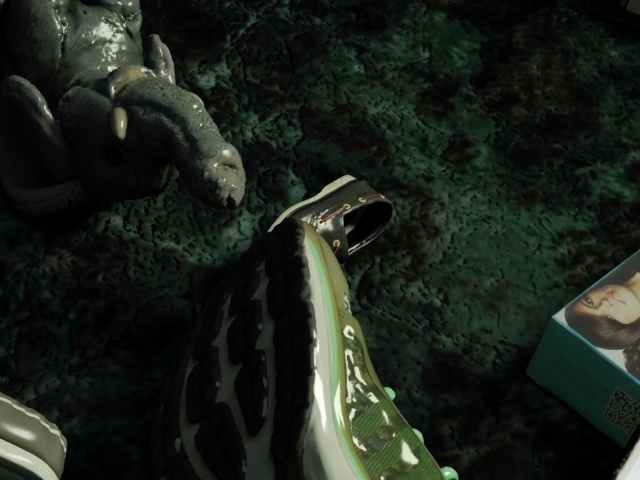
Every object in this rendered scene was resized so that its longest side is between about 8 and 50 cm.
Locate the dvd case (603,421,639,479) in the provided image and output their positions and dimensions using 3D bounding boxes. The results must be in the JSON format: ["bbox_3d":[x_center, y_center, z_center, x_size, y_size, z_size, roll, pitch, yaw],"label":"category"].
[{"bbox_3d":[0.295,0.181,1.058,0.253,0.022,0.180,39,50,4],"label":"dvd case"}]

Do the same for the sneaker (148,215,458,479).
[{"bbox_3d":[0.026,0.161,1.003,0.182,0.158,0.410,26,33,-36],"label":"sneaker"}]

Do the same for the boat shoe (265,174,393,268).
[{"bbox_3d":[0.000,-0.001,1.182,0.042,0.049,0.133,29,41,24],"label":"boat shoe"}]

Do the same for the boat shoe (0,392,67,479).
[{"bbox_3d":[-0.276,0.072,0.990,0.305,0.109,0.091,18,49,7],"label":"boat shoe"}]

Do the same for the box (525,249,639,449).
[{"bbox_3d":[0.256,0.045,1.201,0.100,0.060,0.244,39,48,22],"label":"box"}]

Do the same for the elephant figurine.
[{"bbox_3d":[-0.149,-0.089,1.166,0.169,0.186,0.239,-25,80,6],"label":"elephant figurine"}]

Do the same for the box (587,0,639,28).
[{"bbox_3d":[0.385,-0.313,1.539,0.191,0.143,0.381,23,43,7],"label":"box"}]
